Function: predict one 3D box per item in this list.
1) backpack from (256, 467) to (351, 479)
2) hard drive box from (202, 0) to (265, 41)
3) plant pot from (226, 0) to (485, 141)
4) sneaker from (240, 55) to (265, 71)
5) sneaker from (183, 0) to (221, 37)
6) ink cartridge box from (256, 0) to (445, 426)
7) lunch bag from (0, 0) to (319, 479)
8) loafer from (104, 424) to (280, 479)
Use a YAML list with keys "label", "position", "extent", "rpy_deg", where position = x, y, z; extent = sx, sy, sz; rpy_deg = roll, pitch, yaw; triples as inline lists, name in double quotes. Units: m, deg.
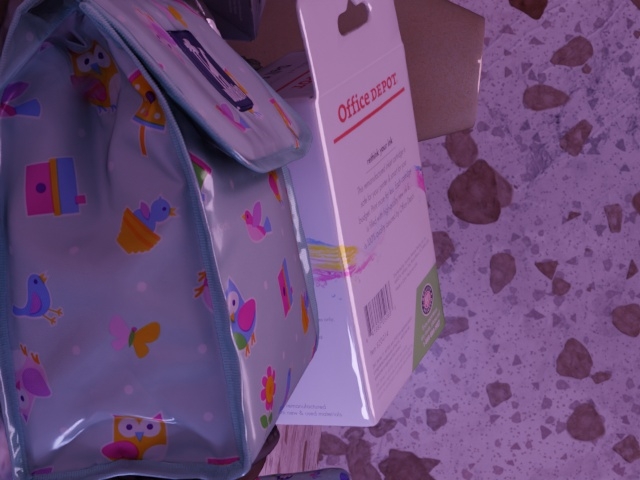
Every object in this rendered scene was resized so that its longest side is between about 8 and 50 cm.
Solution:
- label: "backpack"
  position: [-0.036, 0.401, 1.331]
  extent: [0.253, 0.225, 0.191]
  rpy_deg: [-70, 143, -52]
- label: "hard drive box"
  position: [-0.078, -0.298, 0.859]
  extent: [0.181, 0.089, 0.232]
  rpy_deg: [89, 9, -51]
- label: "plant pot"
  position: [0.047, -0.204, 1.299]
  extent: [0.256, 0.274, 0.256]
  rpy_deg: [6, 90, -85]
- label: "sneaker"
  position: [-0.072, -0.014, 1.106]
  extent: [0.134, 0.146, 0.343]
  rpy_deg: [-44, 128, -54]
- label: "sneaker"
  position: [-0.111, -0.064, 0.804]
  extent: [0.106, 0.078, 0.234]
  rpy_deg: [-80, 175, -62]
- label: "ink cartridge box"
  position: [0.001, -0.044, 0.957]
  extent: [0.207, 0.119, 0.353]
  rpy_deg: [-42, 126, -58]
- label: "lunch bag"
  position: [-0.093, -0.019, 0.651]
  extent: [0.223, 0.160, 0.262]
  rpy_deg: [-47, 131, -76]
- label: "loafer"
  position: [-0.124, 0.190, 0.788]
  extent: [0.366, 0.134, 0.130]
  rpy_deg: [-22, 130, -81]
